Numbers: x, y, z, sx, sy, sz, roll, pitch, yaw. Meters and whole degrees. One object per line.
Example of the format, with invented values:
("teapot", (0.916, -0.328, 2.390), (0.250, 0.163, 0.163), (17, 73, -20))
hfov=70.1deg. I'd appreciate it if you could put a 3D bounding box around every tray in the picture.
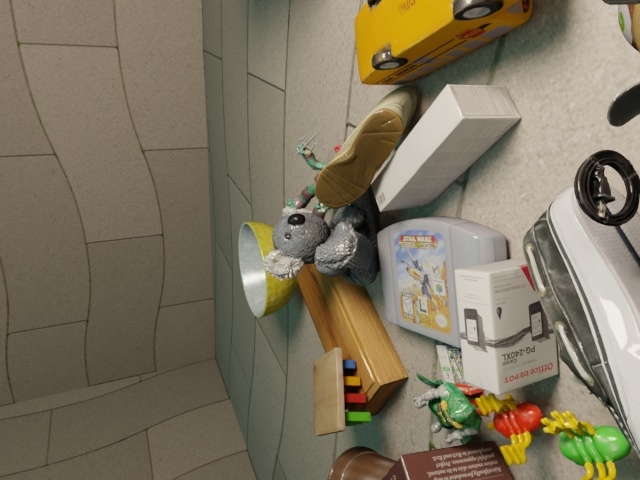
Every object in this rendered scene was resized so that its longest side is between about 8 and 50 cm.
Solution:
("tray", (0.051, 0.188, 1.084), (0.203, 0.076, 0.411), (109, 146, -46))

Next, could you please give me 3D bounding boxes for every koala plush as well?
("koala plush", (0.000, 0.000, 0.902), (0.203, 0.221, 0.196), (57, -142, -52))

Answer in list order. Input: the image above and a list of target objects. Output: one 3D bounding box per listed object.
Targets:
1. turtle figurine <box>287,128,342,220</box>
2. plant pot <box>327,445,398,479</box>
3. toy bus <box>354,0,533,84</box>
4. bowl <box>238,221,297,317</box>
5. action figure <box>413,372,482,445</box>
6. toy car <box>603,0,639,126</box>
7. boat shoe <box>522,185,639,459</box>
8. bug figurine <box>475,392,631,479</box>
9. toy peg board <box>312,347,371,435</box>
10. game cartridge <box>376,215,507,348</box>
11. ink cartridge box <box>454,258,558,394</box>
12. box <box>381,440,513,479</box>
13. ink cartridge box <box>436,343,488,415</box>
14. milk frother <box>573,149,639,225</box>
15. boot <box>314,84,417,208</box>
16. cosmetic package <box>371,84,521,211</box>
("turtle figurine", (0.002, -0.127, 1.041), (0.234, 0.118, 0.175), (120, 141, -47))
("plant pot", (0.123, 0.514, 0.927), (0.165, 0.167, 0.167), (-35, 65, 56))
("toy bus", (0.157, -0.305, 0.609), (0.332, 0.130, 0.108), (-177, 81, -67))
("bowl", (-0.136, 0.079, 1.377), (0.289, 0.156, 0.289), (173, 90, -67))
("action figure", (0.190, 0.256, 0.688), (0.137, 0.063, 0.232), (53, 169, 20))
("toy car", (0.250, -0.157, 0.315), (0.149, 0.188, 0.155), (20, 137, 64))
("boat shoe", (0.304, 0.106, 0.448), (0.119, 0.121, 0.335), (108, 157, -59))
("bug figurine", (0.303, 0.300, 0.531), (0.216, 0.072, 0.279), (117, 135, -63))
("toy peg board", (0.044, 0.330, 0.984), (0.161, 0.079, 0.161), (127, 147, -58))
("game cartridge", (0.184, 0.060, 0.754), (0.297, 0.062, 0.198), (-177, 77, -68))
("ink cartridge box", (0.237, 0.105, 0.579), (0.063, 0.109, 0.150), (0, 98, 65))
("box", (0.190, 0.436, 0.694), (0.167, 0.168, 0.203), (-106, 23, -43))
("ink cartridge box", (0.228, 0.224, 0.738), (0.063, 0.029, 0.115), (151, 110, -66))
("milk frother", (0.299, -0.046, 0.344), (0.135, 0.143, 0.129), (114, 149, -54))
("boot", (0.081, -0.159, 0.779), (0.213, 0.077, 0.165), (-50, 5, 40))
("cosmetic package", (0.171, -0.127, 0.677), (0.239, 0.099, 0.060), (127, 133, -58))
